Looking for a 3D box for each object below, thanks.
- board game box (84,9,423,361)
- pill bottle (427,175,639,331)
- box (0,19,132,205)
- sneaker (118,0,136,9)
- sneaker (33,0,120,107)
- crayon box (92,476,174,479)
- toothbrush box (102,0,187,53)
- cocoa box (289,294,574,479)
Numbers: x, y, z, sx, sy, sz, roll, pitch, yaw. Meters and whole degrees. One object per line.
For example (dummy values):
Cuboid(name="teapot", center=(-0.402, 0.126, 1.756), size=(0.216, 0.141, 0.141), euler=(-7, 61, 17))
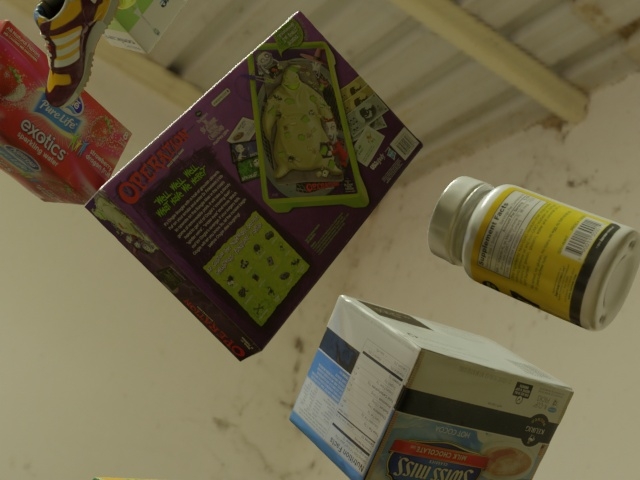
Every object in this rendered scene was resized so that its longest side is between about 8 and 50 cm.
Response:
Cuboid(name="board game box", center=(-0.049, -0.069, 0.975), size=(0.208, 0.347, 0.056), euler=(49, -40, -11))
Cuboid(name="pill bottle", center=(0.230, 0.008, 1.058), size=(0.208, 0.119, 0.119), euler=(25, -22, 32))
Cuboid(name="box", center=(-0.396, -0.167, 1.308), size=(0.122, 0.128, 0.257), euler=(5, -27, 37))
Cuboid(name="sneaker", center=(-0.205, -0.370, 1.231), size=(0.094, 0.081, 0.208), euler=(45, -60, 8))
Cuboid(name="sneaker", center=(-0.309, -0.243, 1.147), size=(0.083, 0.070, 0.186), euler=(6, -54, -38))
Cuboid(name="crayon box", center=(-0.299, 0.524, 1.905), size=(0.165, 0.081, 0.278), euler=(2, -12, 35))
Cuboid(name="toothbrush box", center=(-0.356, -0.496, 1.665), size=(0.122, 0.206, 0.283), euler=(19, -19, 42))
Cuboid(name="cocoa box", center=(0.173, 0.262, 1.527), size=(0.347, 0.228, 0.231), euler=(18, 7, -35))
